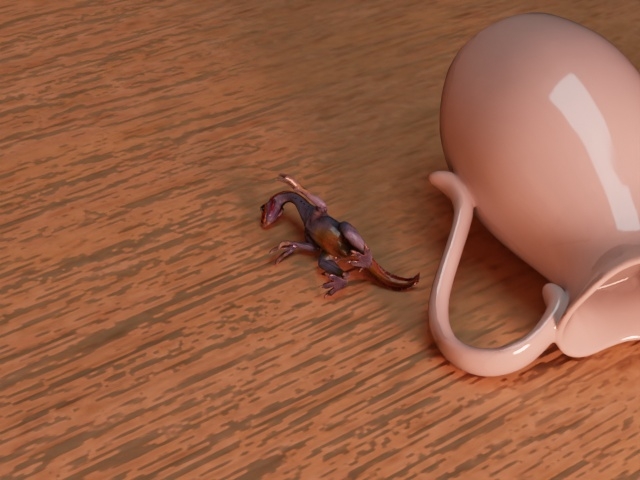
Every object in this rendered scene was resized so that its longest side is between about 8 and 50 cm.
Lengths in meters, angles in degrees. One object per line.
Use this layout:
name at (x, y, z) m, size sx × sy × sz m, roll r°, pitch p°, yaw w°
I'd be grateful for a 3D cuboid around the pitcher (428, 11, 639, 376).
pitcher at (0.124, -0.025, 0.911) m, size 0.177 × 0.125 × 0.207 m, roll -17°, pitch 54°, yaw -8°

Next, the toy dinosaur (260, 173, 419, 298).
toy dinosaur at (0.000, 0.000, 0.921) m, size 0.090 × 0.047 × 0.082 m, roll 29°, pitch 17°, yaw -32°
